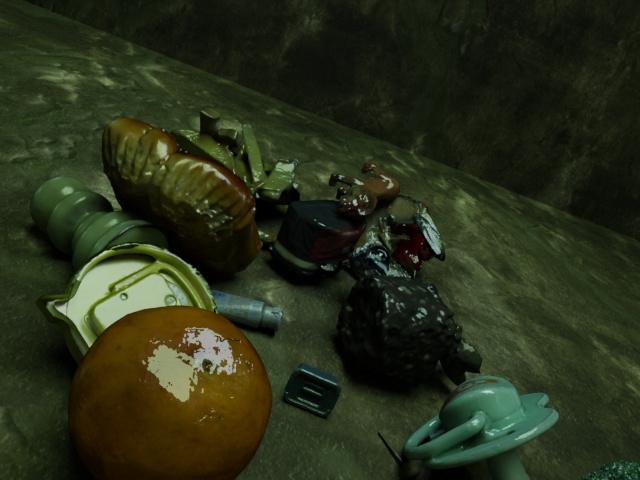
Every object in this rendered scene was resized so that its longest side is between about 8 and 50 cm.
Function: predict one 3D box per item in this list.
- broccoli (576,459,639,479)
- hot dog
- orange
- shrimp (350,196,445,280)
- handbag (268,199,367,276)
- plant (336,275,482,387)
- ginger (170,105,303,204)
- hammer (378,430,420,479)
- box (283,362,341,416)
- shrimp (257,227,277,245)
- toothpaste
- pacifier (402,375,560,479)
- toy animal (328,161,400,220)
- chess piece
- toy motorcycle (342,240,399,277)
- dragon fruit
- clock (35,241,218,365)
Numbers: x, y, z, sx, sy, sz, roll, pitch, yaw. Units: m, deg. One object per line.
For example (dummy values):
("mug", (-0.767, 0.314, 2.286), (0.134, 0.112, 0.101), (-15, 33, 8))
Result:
("broccoli", (0.560, 0.516, 0.973), (0.254, 0.269, 0.269), (7, 29, -22))
("hot dog", (-0.303, -0.099, 1.218), (0.367, 0.196, 0.365), (27, -15, 6))
("orange", (-0.209, 0.227, 0.814), (0.284, 0.226, 0.283), (23, 40, -21))
("shrimp", (0.239, 0.059, 1.565), (0.445, 0.272, 0.085), (53, 10, 28))
("handbag", (0.000, 0.000, 1.515), (0.181, 0.181, 0.254), (35, 24, 25))
("plant", (0.212, 0.204, 1.268), (0.313, 0.213, 0.215), (15, 24, -20))
("ginger", (-0.214, -0.243, 1.674), (0.414, 0.211, 0.358), (10, 12, -44))
("hammer", (0.139, 0.395, 1.057), (0.036, 0.019, 0.110), (5, 28, -35))
("box", (-0.014, 0.281, 1.088), (0.099, 0.074, 0.054), (24, 14, -2))
("shrimp", (-0.186, -0.019, 1.570), (0.190, 0.042, 0.101), (18, 5, -11))
("toothpaste", (-0.199, 0.141, 1.228), (0.234, 0.057, 0.089), (16, 23, -1))
("pacifier", (0.309, 0.392, 1.027), (0.269, 0.288, 0.343), (69, 16, 13))
("toy animal", (0.133, -0.131, 1.558), (0.158, 0.097, 0.312), (38, 38, 27))
("chess piece", (-0.480, -0.025, 1.174), (0.330, 0.182, 0.182), (32, 26, 30))
("toy motorcycle", (0.131, 0.113, 1.426), (0.150, 0.221, 0.102), (-14, 10, 30))
("dragon fruit", (0.248, -0.002, 1.711), (0.234, 0.233, 0.293), (16, 41, -17))
("clock", (-0.319, 0.142, 1.003), (0.293, 0.071, 0.277), (-26, 84, -50))
